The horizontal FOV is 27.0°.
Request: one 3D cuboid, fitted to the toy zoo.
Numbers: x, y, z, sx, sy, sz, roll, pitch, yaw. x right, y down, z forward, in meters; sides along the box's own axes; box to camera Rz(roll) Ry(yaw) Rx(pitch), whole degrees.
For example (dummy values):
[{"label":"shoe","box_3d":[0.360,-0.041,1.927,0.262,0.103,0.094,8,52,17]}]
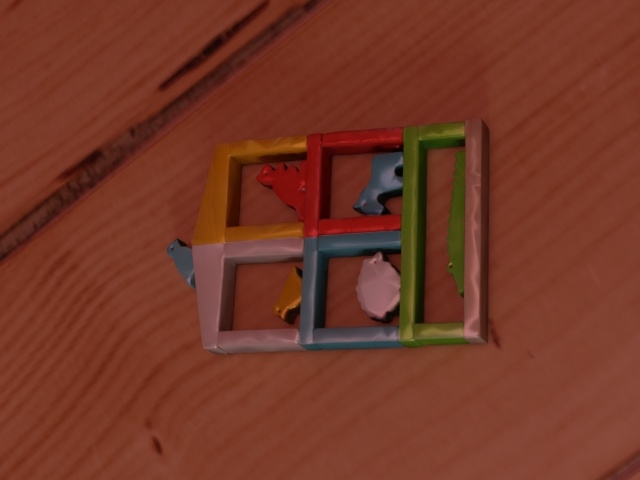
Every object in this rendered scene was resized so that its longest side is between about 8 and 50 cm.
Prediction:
[{"label":"toy zoo","box_3d":[0.000,0.000,1.155,0.293,0.030,0.192,-3,73,21]}]
